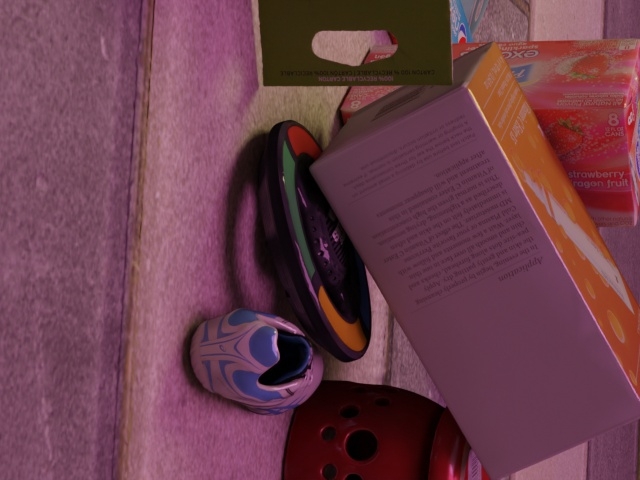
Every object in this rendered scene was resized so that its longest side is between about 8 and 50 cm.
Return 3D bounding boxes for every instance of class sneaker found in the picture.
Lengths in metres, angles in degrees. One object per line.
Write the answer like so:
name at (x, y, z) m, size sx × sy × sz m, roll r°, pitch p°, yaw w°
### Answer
sneaker at (-0.036, 0.109, 1.394) m, size 0.237 × 0.086 × 0.085 m, roll 25°, pitch 66°, yaw -70°

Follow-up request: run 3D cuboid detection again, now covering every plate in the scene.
plate at (0.199, -0.319, 2.019) m, size 0.188 × 0.024 × 0.188 m, roll 19°, pitch 90°, yaw -80°

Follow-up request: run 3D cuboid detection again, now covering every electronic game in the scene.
electronic game at (0.000, 0.000, 1.461) m, size 0.229 × 0.048 × 0.229 m, roll -17°, pitch 90°, yaw -75°

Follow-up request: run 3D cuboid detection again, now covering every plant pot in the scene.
plant pot at (0.072, 0.237, 1.577) m, size 0.191 × 0.174 × 0.191 m, roll 1°, pitch 90°, yaw -68°

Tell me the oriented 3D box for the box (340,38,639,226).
box at (0.190, -0.115, 1.687) m, size 0.142 × 0.300 × 0.154 m, roll -64°, pitch 149°, yaw -50°

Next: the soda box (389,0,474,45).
soda box at (0.120, -0.253, 1.822) m, size 0.210 × 0.071 × 0.067 m, roll 62°, pitch 35°, yaw -54°

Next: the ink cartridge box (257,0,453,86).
ink cartridge box at (0.011, -0.247, 1.343) m, size 0.097 × 0.189 × 0.255 m, roll -42°, pitch 130°, yaw -65°

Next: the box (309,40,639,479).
box at (0.163, 0.014, 1.521) m, size 0.345 × 0.168 × 0.215 m, roll 60°, pitch 20°, yaw -10°
